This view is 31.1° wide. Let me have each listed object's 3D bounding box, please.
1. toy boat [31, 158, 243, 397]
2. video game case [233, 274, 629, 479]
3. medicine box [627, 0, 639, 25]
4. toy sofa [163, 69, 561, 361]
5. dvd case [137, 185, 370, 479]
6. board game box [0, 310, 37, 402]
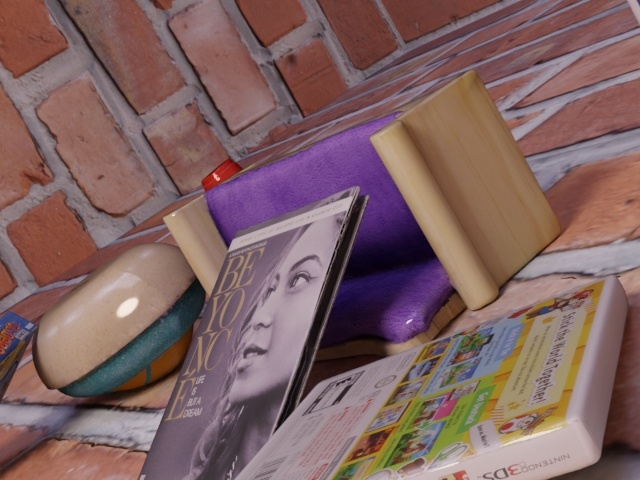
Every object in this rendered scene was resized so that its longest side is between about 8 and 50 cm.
[{"bbox_3d":[-0.151,0.057,1.214,0.318,0.148,0.267,-43,9,-24],"label":"toy boat"},{"bbox_3d":[0.056,0.092,0.609,0.206,0.026,0.227,-23,5,22],"label":"video game case"},{"bbox_3d":[0.364,-0.298,0.965,0.263,0.289,0.149,-27,11,20],"label":"medicine box"},{"bbox_3d":[0.000,0.000,0.961,0.177,0.150,0.362,-35,11,-33],"label":"toy sofa"},{"bbox_3d":[-0.050,0.073,0.816,0.164,0.018,0.221,-18,45,53],"label":"dvd case"},{"bbox_3d":[-0.356,0.180,1.141,0.201,0.035,0.136,-62,2,16],"label":"board game box"}]
